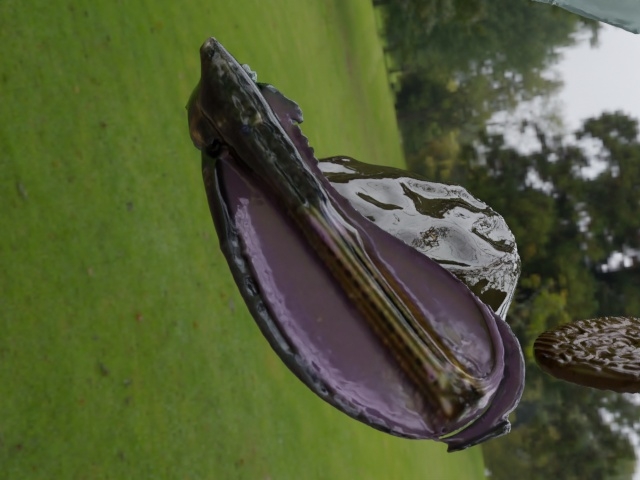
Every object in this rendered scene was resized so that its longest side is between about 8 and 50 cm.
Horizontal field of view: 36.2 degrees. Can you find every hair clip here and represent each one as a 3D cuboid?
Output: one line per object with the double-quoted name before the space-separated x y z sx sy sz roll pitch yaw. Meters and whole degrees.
"hair clip" -0.002 0.001 0.676 0.358 0.110 0.095 56 -43 22

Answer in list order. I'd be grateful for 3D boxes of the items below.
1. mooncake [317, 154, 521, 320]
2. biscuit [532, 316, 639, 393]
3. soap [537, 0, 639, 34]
"mooncake" 0.071 0.020 1.055 0.284 0.284 0.155 -77 -176 -65
"biscuit" 0.301 0.106 0.954 0.188 0.188 0.027 -60 147 -75
"soap" 0.231 -0.313 0.604 0.347 0.208 0.115 -59 -150 37
